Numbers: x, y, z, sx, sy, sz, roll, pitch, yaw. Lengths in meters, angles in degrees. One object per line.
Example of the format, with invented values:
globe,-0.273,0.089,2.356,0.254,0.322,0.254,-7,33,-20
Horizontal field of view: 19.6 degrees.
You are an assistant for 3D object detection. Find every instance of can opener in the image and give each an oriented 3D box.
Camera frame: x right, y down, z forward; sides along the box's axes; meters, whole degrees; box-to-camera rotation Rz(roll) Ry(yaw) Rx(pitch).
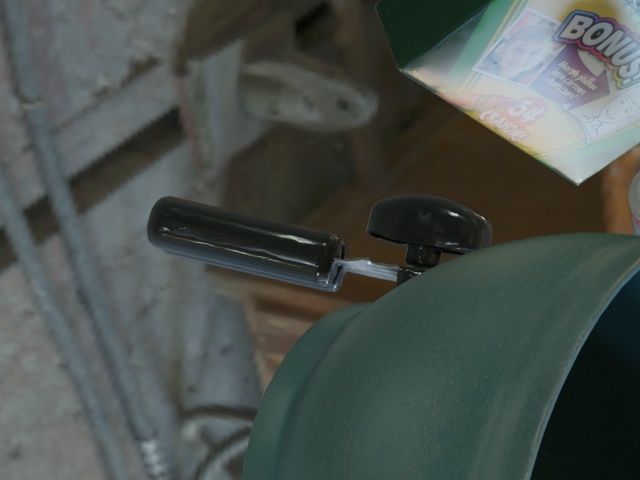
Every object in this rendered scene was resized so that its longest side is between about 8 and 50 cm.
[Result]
can opener,0.000,0.000,1.509,0.074,0.280,0.093,46,53,-76

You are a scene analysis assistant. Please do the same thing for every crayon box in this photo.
crayon box,0.291,-0.236,1.963,0.363,0.313,0.106,26,37,-47

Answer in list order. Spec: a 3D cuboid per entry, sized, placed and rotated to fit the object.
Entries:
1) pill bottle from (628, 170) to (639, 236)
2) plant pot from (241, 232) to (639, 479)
pill bottle,0.381,-0.010,1.994,0.087,0.087,0.160,-62,152,-25
plant pot,0.085,0.130,0.926,0.293,0.196,0.293,-14,108,-52
